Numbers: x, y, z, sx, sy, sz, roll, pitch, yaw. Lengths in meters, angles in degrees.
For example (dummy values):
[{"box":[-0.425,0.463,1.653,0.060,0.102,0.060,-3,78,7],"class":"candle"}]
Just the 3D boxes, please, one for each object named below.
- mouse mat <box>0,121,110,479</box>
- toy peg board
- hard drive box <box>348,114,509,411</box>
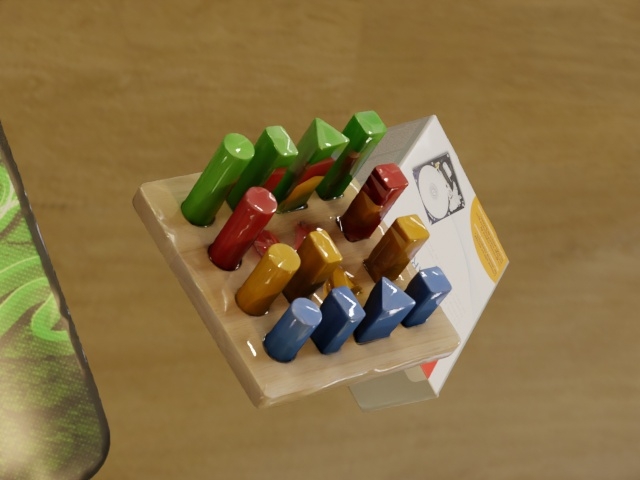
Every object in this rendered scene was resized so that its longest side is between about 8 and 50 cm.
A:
[{"box":[-0.165,0.033,0.543,0.189,0.007,0.153,-23,101,-25],"class":"mouse mat"},{"box":[0.000,0.000,1.135,0.161,0.161,0.079,-13,150,-39],"class":"toy peg board"},{"box":[0.074,0.020,1.789,0.089,0.232,0.181,-14,116,33],"class":"hard drive box"}]
